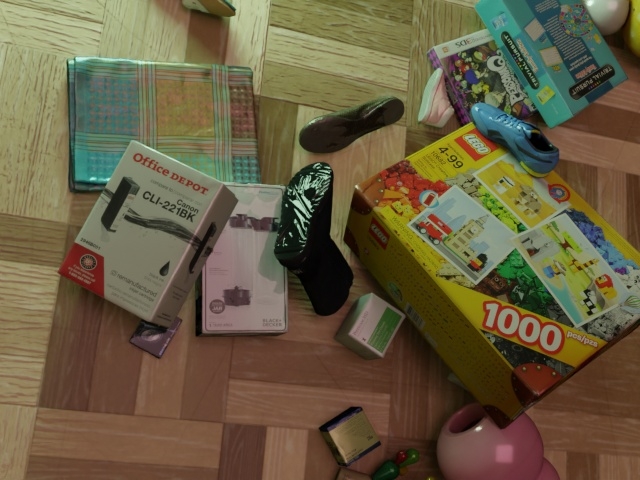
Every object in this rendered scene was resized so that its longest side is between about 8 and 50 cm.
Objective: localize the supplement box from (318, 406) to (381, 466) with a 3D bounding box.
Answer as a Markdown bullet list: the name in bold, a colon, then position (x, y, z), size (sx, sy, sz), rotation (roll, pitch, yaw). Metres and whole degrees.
- **supplement box**: position (0.057, 0.378, 1.420), size (0.083, 0.056, 0.083), rotation (-28, 87, -21)

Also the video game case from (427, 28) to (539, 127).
- **video game case**: position (0.384, -0.367, 1.696), size (0.210, 0.042, 0.232), rotation (-23, 86, -21)

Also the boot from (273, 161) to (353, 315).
- **boot**: position (0.000, 0.000, 1.435), size (0.094, 0.207, 0.246), rotation (-4, 53, 25)

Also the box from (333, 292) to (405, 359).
- **box**: position (0.097, 0.171, 1.454), size (0.087, 0.102, 0.101), rotation (33, 72, -6)

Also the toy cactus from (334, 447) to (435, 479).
- **toy cactus**: position (0.114, 0.490, 1.399), size (0.180, 0.112, 0.219), rotation (25, 80, -1)

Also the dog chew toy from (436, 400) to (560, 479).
- **dog chew toy**: position (0.372, 0.475, 1.430), size (0.206, 0.206, 0.332), rotation (-37, 98, -21)

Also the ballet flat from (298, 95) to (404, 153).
- **ballet flat**: position (0.062, -0.252, 1.566), size (0.249, 0.058, 0.084), rotation (-24, 122, -16)

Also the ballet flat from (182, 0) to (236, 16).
- **ballet flat**: position (-0.278, -0.524, 1.515), size (0.232, 0.080, 0.073), rotation (42, 97, -3)

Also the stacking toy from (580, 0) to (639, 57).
- **stacking toy**: position (0.864, -0.536, 1.782), size (0.479, 0.350, 0.351), rotation (8, 75, 0)

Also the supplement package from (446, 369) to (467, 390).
- **supplement package**: position (0.357, 0.231, 1.522), size (0.105, 0.105, 0.179), rotation (29, 71, -10)

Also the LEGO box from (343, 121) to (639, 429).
- **LEGO box**: position (0.344, 0.042, 1.421), size (0.372, 0.193, 0.500), rotation (-30, 66, -22)

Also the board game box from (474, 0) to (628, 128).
- **board game box**: position (0.545, -0.462, 1.724), size (0.253, 0.079, 0.336), rotation (-32, 91, -32)

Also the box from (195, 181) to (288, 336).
- **box**: position (-0.152, 0.038, 1.412), size (0.169, 0.087, 0.290), rotation (1, 78, -17)

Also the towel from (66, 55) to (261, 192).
- **towel**: position (-0.306, -0.229, 1.448), size (0.370, 0.040, 0.272), rotation (-2, 79, -18)

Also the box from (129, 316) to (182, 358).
- **box**: position (-0.307, 0.169, 1.370), size (0.067, 0.018, 0.083), rotation (32, 71, -9)

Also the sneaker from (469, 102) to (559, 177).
- **sneaker**: position (0.380, -0.214, 1.426), size (0.069, 0.082, 0.209), rotation (-33, 65, -23)

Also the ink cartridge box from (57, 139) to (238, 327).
- **ink cartridge box**: position (-0.300, -0.012, 1.307), size (0.197, 0.114, 0.273), rotation (25, 81, 11)

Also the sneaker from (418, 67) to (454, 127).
- **sneaker**: position (0.268, -0.314, 1.645), size (0.070, 0.051, 0.134), rotation (20, 76, -14)
